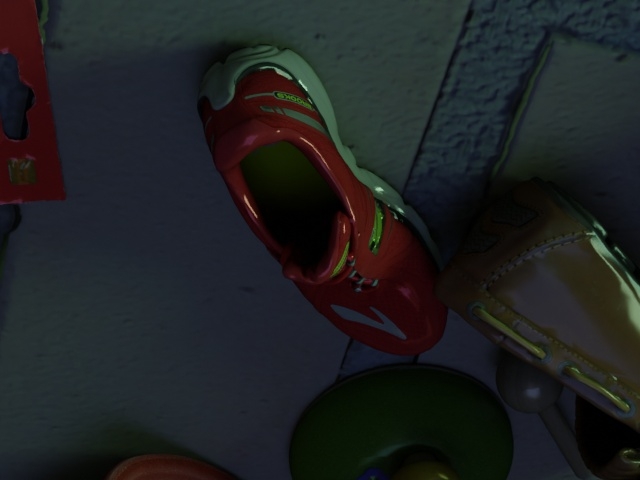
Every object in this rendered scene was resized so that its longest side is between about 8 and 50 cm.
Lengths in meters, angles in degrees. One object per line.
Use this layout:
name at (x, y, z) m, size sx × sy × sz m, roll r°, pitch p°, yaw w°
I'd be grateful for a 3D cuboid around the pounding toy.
pounding toy at (0.094, 0.192, 1.224) m, size 0.237 × 0.110 × 0.183 m, roll -18°, pitch 128°, yaw 9°

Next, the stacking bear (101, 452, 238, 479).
stacking bear at (-0.203, 0.304, 1.262) m, size 0.164 × 0.175 × 0.289 m, roll 33°, pitch 126°, yaw -30°

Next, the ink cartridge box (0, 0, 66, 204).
ink cartridge box at (-0.290, -0.075, 1.014) m, size 0.225 × 0.056 × 0.181 m, roll -3°, pitch 129°, yaw -1°

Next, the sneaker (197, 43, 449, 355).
sneaker at (0.000, 0.000, 1.057) m, size 0.107 × 0.118 × 0.279 m, roll -28°, pitch 126°, yaw 16°

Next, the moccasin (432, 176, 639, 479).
moccasin at (0.233, 0.124, 1.133) m, size 0.147 × 0.139 × 0.380 m, roll -45°, pitch 116°, yaw 5°
